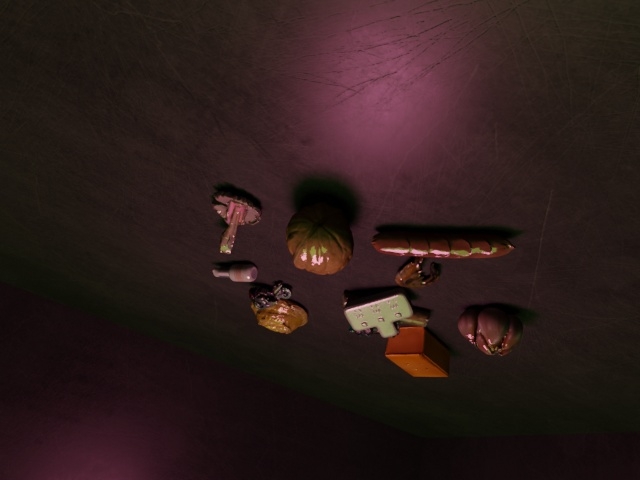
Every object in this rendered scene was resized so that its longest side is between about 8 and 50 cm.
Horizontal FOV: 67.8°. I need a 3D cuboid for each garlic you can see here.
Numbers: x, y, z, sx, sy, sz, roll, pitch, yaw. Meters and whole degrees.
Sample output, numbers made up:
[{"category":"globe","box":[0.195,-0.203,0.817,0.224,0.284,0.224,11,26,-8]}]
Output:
[{"category":"garlic","box":[0.647,0.327,1.805,0.213,0.191,0.160,28,124,-1]}]

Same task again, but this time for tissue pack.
[{"category":"tissue pack","box":[0.455,0.519,2.210,0.194,0.146,0.274,-13,139,36]}]

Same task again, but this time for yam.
[{"category":"yam","box":[0.269,0.290,1.978,0.371,0.083,0.083,13,150,4]}]

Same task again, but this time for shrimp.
[{"category":"shrimp","box":[0.354,0.123,1.679,0.145,0.059,0.254,16,150,-9]}]

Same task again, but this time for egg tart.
[{"category":"egg tart","box":[-0.203,0.363,2.263,0.289,0.116,0.290,12,150,7]}]

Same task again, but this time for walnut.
[{"category":"walnut","box":[0.000,0.000,1.481,0.224,0.225,0.261,11,162,5]}]

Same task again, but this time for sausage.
[{"category":"sausage","box":[0.370,0.014,1.470,0.432,0.088,0.088,3,148,20]}]

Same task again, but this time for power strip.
[{"category":"power strip","box":[0.245,0.302,1.908,0.264,0.059,0.194,-20,115,22]}]

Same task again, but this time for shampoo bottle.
[{"category":"shampoo bottle","box":[-0.357,0.135,1.985,0.191,0.074,0.074,-2,146,25]}]

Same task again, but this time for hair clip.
[{"category":"hair clip","box":[-0.299,-0.065,1.632,0.172,0.069,0.300,19,139,-10]}]

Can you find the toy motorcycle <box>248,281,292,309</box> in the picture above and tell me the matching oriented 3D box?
[{"category":"toy motorcycle","box":[-0.228,0.232,2.087,0.213,0.082,0.122,-26,121,29]}]

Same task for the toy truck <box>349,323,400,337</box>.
[{"category":"toy truck","box":[0.233,0.356,2.056,0.215,0.117,0.110,0,165,9]}]
